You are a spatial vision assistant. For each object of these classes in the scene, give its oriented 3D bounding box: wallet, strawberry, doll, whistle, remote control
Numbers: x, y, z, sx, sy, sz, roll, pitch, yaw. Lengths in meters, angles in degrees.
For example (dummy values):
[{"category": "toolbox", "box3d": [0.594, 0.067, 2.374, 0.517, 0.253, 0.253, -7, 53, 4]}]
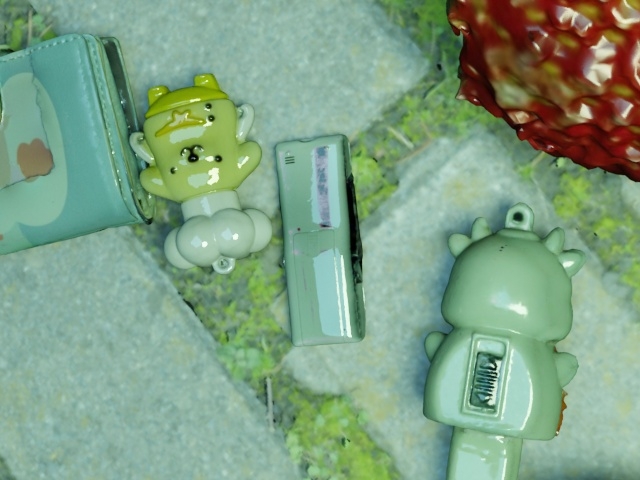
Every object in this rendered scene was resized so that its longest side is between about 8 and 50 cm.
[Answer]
[{"category": "wallet", "box3d": [-0.275, -0.074, 1.022, 0.250, 0.075, 0.176, -12, 92, 18]}, {"category": "strawberry", "box3d": [0.246, -0.154, 0.734, 0.343, 0.292, 0.292, 27, 98, 31]}, {"category": "doll", "box3d": [-0.094, -0.051, 0.964, 0.106, 0.062, 0.162, -15, 85, 6]}, {"category": "whistle", "box3d": [0.131, 0.098, 0.873, 0.101, 0.105, 0.253, 3, 84, 48]}, {"category": "remote control", "box3d": [0.000, 0.000, 0.952, 0.065, 0.029, 0.166, -6, 88, 19]}]
